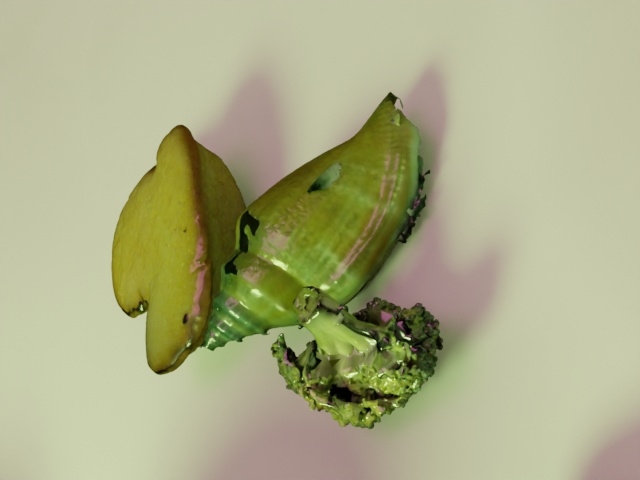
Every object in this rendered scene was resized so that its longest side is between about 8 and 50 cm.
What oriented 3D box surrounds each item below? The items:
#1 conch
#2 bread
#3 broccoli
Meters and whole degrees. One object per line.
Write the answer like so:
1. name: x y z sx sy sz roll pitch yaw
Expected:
1. conch: -0.004 0.000 0.664 0.200 0.079 0.095 -41 66 12
2. bread: -0.107 0.017 0.767 0.149 0.065 0.188 -38 51 41
3. broccoli: 0.020 0.065 0.594 0.095 0.092 0.097 -48 26 0
